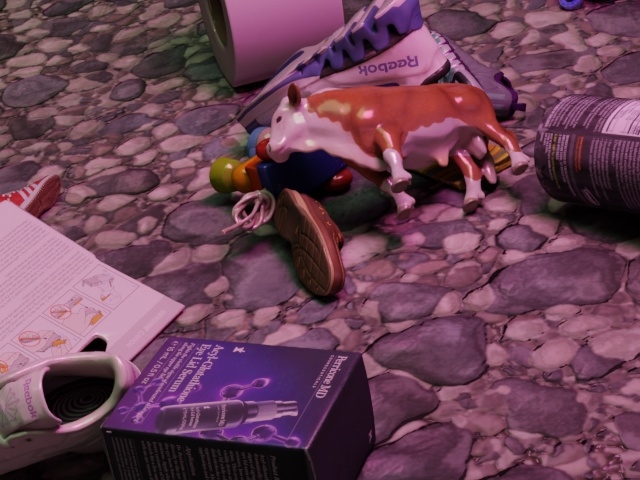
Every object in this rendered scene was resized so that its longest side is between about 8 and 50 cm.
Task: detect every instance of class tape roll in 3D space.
[{"bbox_3d":[-0.081,-0.367,2.179,0.169,0.246,0.246,-16,30,-11],"label":"tape roll"}]

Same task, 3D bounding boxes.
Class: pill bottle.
[{"bbox_3d":[0.368,-0.091,1.650,0.130,0.130,0.246,-30,27,-32],"label":"pill bottle"}]

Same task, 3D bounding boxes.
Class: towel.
[{"bbox_3d":[0.136,-0.122,1.915,0.102,0.021,0.237,-27,34,-30],"label":"towel"}]

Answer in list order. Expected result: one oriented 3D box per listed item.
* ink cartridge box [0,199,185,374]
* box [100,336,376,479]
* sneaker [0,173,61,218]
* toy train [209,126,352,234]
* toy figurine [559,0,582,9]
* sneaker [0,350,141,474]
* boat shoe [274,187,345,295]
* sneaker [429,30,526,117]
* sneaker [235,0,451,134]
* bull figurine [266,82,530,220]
[{"bbox_3d":[-0.337,0.105,1.608,0.261,0.066,0.296,30,42,13],"label":"ink cartridge box"},{"bbox_3d":[-0.071,0.178,1.358,0.207,0.108,0.153,2,31,20],"label":"box"},{"bbox_3d":[-0.389,-0.052,1.920,0.067,0.042,0.118,7,35,21],"label":"sneaker"},{"bbox_3d":[-0.085,-0.076,1.826,0.143,0.105,0.248,6,31,44],"label":"toy train"},{"bbox_3d":[0.464,-0.424,2.288,0.362,0.191,0.217,26,75,36],"label":"toy figurine"},{"bbox_3d":[-0.313,0.164,1.394,0.305,0.152,0.114,-17,73,-11],"label":"sneaker"},{"bbox_3d":[0.000,0.000,1.695,0.060,0.064,0.178,8,31,-25],"label":"boat shoe"},{"bbox_3d":[0.202,-0.220,2.035,0.098,0.083,0.223,4,30,-19],"label":"sneaker"},{"bbox_3d":[0.048,-0.181,1.915,0.315,0.182,0.127,-29,16,38],"label":"sneaker"},{"bbox_3d":[0.094,-0.118,1.750,0.310,0.101,0.188,-12,55,-29],"label":"bull figurine"}]
